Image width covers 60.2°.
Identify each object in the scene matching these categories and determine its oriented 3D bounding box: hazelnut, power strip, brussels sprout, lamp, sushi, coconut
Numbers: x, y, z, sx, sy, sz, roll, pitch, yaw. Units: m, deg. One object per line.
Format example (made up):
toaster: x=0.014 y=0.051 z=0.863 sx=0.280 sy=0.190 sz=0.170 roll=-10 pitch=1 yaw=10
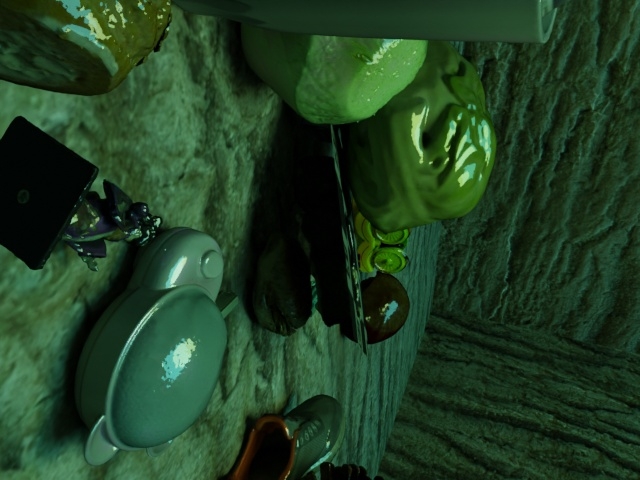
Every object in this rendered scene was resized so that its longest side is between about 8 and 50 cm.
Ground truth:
hazelnut: x=0.138 y=0.181 z=1.453 sx=0.201 sy=0.160 sz=0.170 roll=-28 pitch=124 yaw=-18
power strip: x=-0.140 y=0.095 z=0.740 sx=0.083 sy=0.027 sz=0.017 roll=-49 pitch=146 yaw=-54
brussels sprout: x=0.149 y=-0.161 z=0.914 sx=0.328 sy=0.246 sz=0.328 roll=161 pitch=-90 yaw=-83
lamp: x=-0.155 y=0.107 z=0.579 sx=0.179 sy=0.107 sz=0.246 roll=56 pitch=47 yaw=-71
sushi: x=0.000 y=0.000 z=0.892 sx=0.296 sy=0.099 sz=0.373 roll=63 pitch=20 yaw=-70
coconut: x=0.009 y=-0.265 z=0.703 sx=0.204 sy=0.235 sz=0.236 roll=-15 pitch=119 yaw=-40

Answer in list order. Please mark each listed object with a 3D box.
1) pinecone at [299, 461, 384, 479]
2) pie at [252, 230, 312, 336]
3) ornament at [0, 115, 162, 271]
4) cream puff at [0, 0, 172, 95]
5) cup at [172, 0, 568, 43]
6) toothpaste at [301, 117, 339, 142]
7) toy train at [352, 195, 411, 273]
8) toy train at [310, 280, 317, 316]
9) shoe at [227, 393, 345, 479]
pinecone: x=0.033 y=0.449 z=0.877 sx=0.207 sy=0.207 sz=0.208 roll=11 pitch=90 yaw=-72
pie: x=-0.055 y=0.069 z=0.907 sx=0.193 sy=0.078 sz=0.163 roll=58 pitch=34 yaw=-63
ornament: x=-0.189 y=-0.012 z=0.463 sx=0.081 sy=0.088 sz=0.203 roll=-55 pitch=170 yaw=-8
cream puff: x=-0.168 y=-0.155 z=0.312 sx=0.165 sy=0.150 sz=0.115 roll=16 pitch=76 yaw=-29
cup: x=0.037 y=-0.301 z=0.461 sx=0.253 sy=0.371 sz=0.254 roll=10 pitch=90 yaw=-67
toothpaste: x=0.029 y=-0.305 z=0.967 sx=0.065 sy=0.050 sz=0.267 roll=48 pitch=55 yaw=-69
toy train: x=0.129 y=-0.048 z=1.252 sx=0.101 sy=0.160 sz=0.296 roll=-72 pitch=165 yaw=-48
toy train: x=-0.019 y=0.112 z=1.081 sx=0.092 sy=0.045 sz=0.029 roll=-52 pitch=151 yaw=-49
shoe: x=-0.064 y=0.354 z=0.978 sx=0.336 sy=0.132 sz=0.171 roll=-43 pitch=137 yaw=-52
